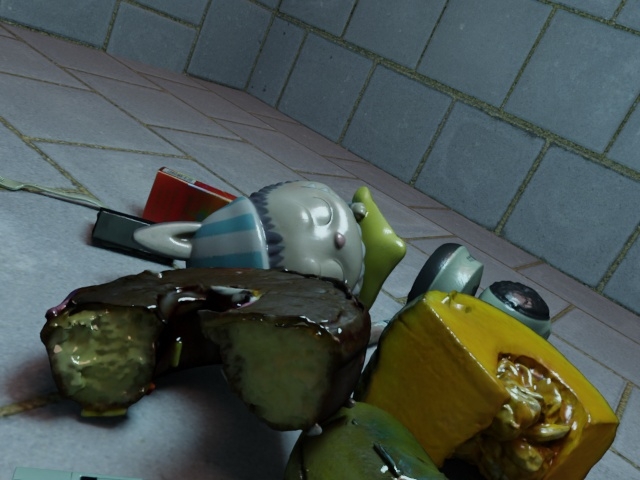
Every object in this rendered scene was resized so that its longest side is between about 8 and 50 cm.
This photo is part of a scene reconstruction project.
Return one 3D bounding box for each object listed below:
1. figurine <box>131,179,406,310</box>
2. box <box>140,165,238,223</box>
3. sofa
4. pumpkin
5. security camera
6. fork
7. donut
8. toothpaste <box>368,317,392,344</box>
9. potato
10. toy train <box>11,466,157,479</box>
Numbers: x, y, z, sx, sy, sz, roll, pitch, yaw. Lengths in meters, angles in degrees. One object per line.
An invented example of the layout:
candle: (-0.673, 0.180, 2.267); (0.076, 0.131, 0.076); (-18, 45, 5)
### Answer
figurine: (-0.111, -0.012, 0.917); (0.377, 0.266, 0.361); (14, 15, -32)
box: (-0.248, -0.060, 1.101); (0.175, 0.112, 0.048); (24, 17, -8)
sofa: (-0.315, -0.007, 0.970); (0.147, 0.060, 0.085); (17, 2, -25)
pumpkin: (0.199, 0.222, 0.745); (0.303, 0.225, 0.256); (25, 21, -21)
security camera: (0.338, 0.145, 1.181); (0.277, 0.191, 0.197); (33, 18, 21)
fork: (-0.488, -0.087, 1.011); (0.219, 0.028, 0.034); (20, 10, -29)
donut: (-0.111, 0.109, 0.649); (0.344, 0.136, 0.259); (3, 7, 10)
toothpaste: (0.115, 0.170, 1.063); (0.056, 0.036, 0.205); (36, 16, 28)
potato: (0.054, 0.257, 0.539); (0.169, 0.144, 0.248); (12, 20, -26)
toy train: (-0.159, 0.233, 0.487); (0.207, 0.047, 0.043); (17, 21, -21)
